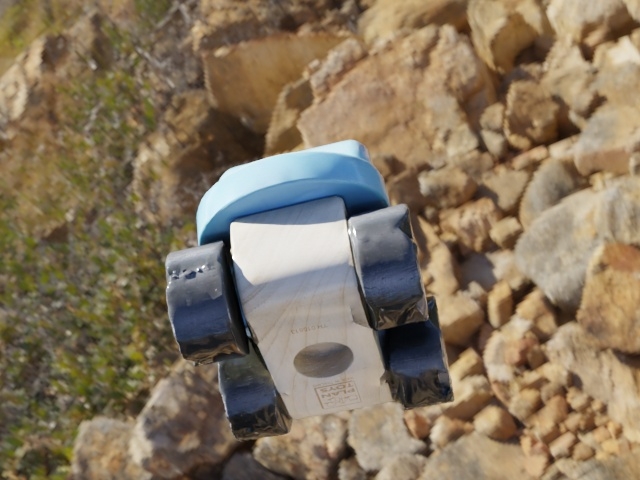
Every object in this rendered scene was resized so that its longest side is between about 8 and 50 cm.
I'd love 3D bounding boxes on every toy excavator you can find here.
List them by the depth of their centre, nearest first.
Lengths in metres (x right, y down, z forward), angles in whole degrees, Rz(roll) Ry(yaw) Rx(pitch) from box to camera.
[{"bbox_3d":[0.000,0.000,1.224,0.222,0.433,0.445,-12,50,6],"label":"toy excavator"}]
